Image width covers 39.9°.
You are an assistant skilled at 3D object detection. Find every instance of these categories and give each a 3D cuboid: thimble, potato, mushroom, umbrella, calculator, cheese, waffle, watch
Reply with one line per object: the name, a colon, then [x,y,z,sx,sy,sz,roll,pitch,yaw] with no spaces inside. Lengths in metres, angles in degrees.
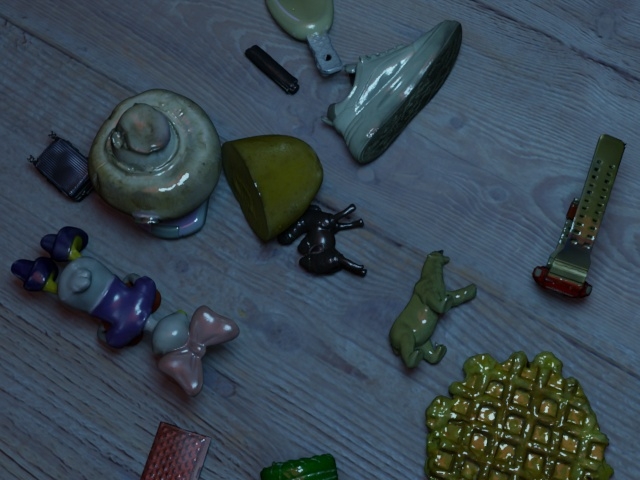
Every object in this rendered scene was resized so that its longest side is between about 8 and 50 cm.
thimble: [-0.036,0.411,1.481,0.130,0.118,0.090,-17,78,30]
potato: [-0.072,-0.113,1.593,0.158,0.178,0.203,-20,35,-13]
mushroom: [-0.293,-0.146,1.565,0.254,0.184,0.255,2,66,-5]
umbrella: [-0.092,-0.333,1.709,0.036,0.031,0.133,-45,77,-4]
calculator: [-0.273,-0.123,1.672,0.141,0.045,0.246,7,77,8]
cheese: [-0.017,-0.404,1.688,0.127,0.050,0.235,-17,59,-6]
waffle: [0.322,0.346,1.481,0.302,0.068,0.325,-27,73,-1]
watch: [0.447,-0.032,1.504,0.102,0.165,0.268,20,82,9]

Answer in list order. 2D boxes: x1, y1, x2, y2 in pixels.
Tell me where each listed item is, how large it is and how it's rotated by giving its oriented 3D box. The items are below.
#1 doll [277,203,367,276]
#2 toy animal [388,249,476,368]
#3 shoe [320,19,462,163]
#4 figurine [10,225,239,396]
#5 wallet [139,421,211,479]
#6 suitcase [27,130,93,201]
doll: [0.000,0.000,1.607,0.165,0.057,0.139,-5,78,14]
toy animal: [0.188,0.119,1.547,0.101,0.103,0.219,25,84,36]
shoe: [0.120,-0.301,1.637,0.159,0.124,0.316,35,82,21]
figurine: [-0.345,0.110,1.549,0.421,0.193,0.154,30,78,8]
wallet: [-0.268,0.428,1.551,0.103,0.020,0.196,15,79,9]
suitcase: [-0.487,-0.138,1.691,0.126,0.059,0.086,39,85,13]
